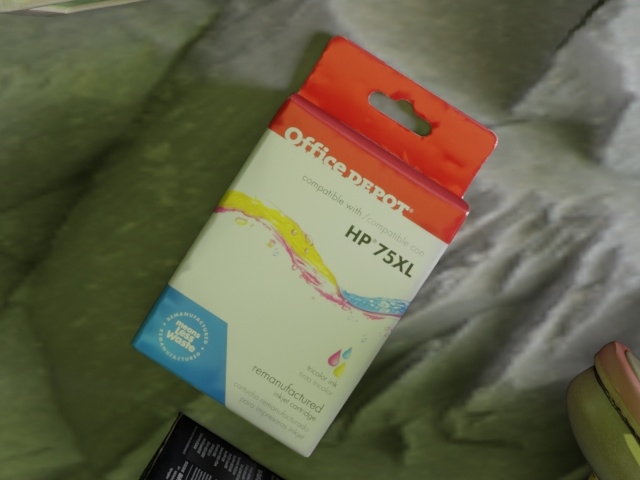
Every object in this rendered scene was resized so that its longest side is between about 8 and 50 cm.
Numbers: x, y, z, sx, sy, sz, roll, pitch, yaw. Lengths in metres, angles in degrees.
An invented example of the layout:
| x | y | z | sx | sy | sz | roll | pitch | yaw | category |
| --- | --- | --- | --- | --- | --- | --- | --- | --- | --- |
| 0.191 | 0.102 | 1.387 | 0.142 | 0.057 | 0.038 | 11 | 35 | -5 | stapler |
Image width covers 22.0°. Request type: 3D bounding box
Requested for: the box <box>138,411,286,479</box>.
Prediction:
| x | y | z | sx | sy | sz | roll | pitch | yaw | category |
| --- | --- | --- | --- | --- | --- | --- | --- | --- | --- |
| 0.009 | 0.233 | 0.951 | 0.293 | 0.295 | 0.073 | 33 | 97 | -3 | box |

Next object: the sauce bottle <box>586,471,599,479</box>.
| x | y | z | sx | sy | sz | roll | pitch | yaw | category |
| --- | --- | --- | --- | --- | --- | --- | --- | --- | --- |
| 0.188 | 0.167 | 1.063 | 0.042 | 0.042 | 0.128 | 35 | 98 | -2 | sauce bottle |

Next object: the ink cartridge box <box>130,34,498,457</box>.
| x | y | z | sx | sy | sz | roll | pitch | yaw | category |
| --- | --- | --- | --- | --- | --- | --- | --- | --- | --- |
| 0.000 | 0.000 | 1.032 | 0.134 | 0.078 | 0.231 | 32 | 97 | -2 | ink cartridge box |

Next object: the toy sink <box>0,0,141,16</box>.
| x | y | z | sx | sy | sz | roll | pitch | yaw | category |
| --- | --- | --- | --- | --- | --- | --- | --- | --- | --- |
| -0.074 | -0.208 | 0.974 | 0.234 | 0.153 | 0.131 | -10 | 96 | 3 | toy sink |

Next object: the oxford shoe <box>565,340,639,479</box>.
| x | y | z | sx | sy | sz | roll | pitch | yaw | category |
| --- | --- | --- | --- | --- | --- | --- | --- | --- | --- |
| 0.218 | 0.250 | 1.004 | 0.147 | 0.140 | 0.397 | -23 | 105 | 11 | oxford shoe |
